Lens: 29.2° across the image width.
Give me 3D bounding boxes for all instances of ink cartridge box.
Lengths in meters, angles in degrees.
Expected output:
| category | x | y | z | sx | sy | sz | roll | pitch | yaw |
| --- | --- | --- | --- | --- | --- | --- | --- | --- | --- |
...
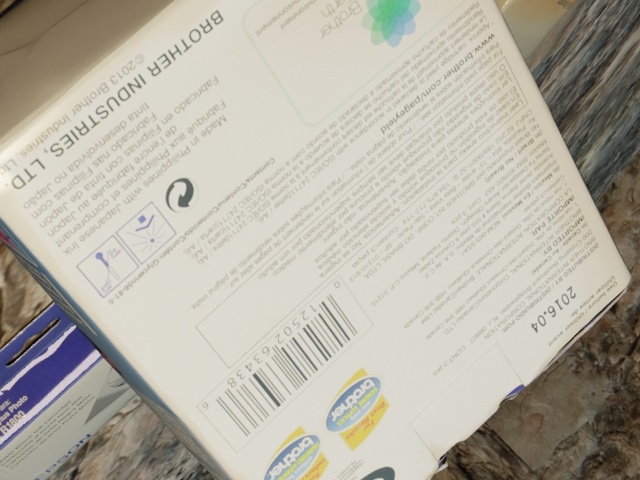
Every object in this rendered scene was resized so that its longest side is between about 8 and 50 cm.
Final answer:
| category | x | y | z | sx | sy | sz | roll | pitch | yaw |
| --- | --- | --- | --- | --- | --- | --- | --- | --- | --- |
| ink cartridge box | 0.000 | 0.000 | 0.702 | 0.270 | 0.151 | 0.395 | -41 | 123 | -10 |
| ink cartridge box | -0.209 | 0.116 | 1.052 | 0.223 | 0.045 | 0.224 | -43 | 164 | -6 |

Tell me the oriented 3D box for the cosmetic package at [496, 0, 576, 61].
| category | x | y | z | sx | sy | sz | roll | pitch | yaw |
| --- | --- | --- | --- | --- | --- | --- | --- | --- | --- |
| cosmetic package | 0.055 | -0.133 | 0.933 | 0.296 | 0.129 | 0.153 | -51 | 165 | 22 |
